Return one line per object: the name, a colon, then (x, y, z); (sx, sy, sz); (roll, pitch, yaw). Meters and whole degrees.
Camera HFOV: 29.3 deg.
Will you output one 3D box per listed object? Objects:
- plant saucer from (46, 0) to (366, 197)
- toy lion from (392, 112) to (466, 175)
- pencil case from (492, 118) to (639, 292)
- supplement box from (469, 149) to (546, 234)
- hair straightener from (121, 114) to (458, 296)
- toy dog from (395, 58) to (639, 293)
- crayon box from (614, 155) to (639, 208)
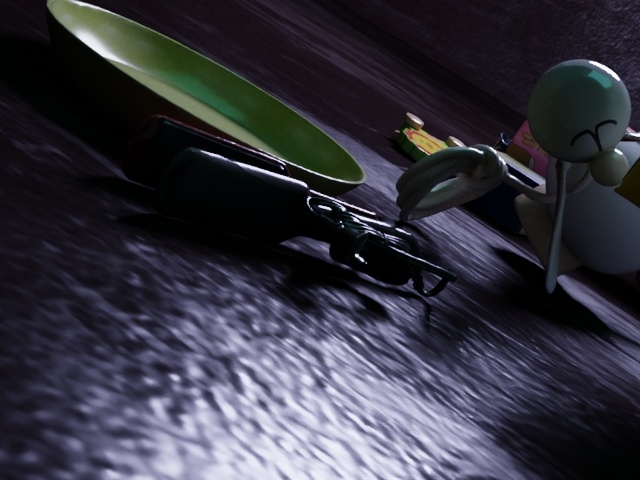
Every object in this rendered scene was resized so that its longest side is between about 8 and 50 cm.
plant saucer: (-0.081, -0.087, 0.822); (0.241, 0.037, 0.241); (29, 12, -7)
toy lion: (0.125, -0.096, 1.345); (0.100, 0.034, 0.096); (25, 21, -26)
pencil case: (0.362, -0.017, 1.284); (0.386, 0.160, 0.167); (39, 14, 31)
supplement box: (0.195, -0.050, 1.256); (0.083, 0.056, 0.083); (37, 14, 24)
hair straightener: (0.000, 0.000, 0.682); (0.230, 0.047, 0.089); (25, 13, -41)
toy dog: (0.234, -0.020, 0.981); (0.333, 0.220, 0.161); (1, 57, -54)
crayon box: (0.417, 0.043, 0.823); (0.363, 0.106, 0.313); (15, 21, -48)
